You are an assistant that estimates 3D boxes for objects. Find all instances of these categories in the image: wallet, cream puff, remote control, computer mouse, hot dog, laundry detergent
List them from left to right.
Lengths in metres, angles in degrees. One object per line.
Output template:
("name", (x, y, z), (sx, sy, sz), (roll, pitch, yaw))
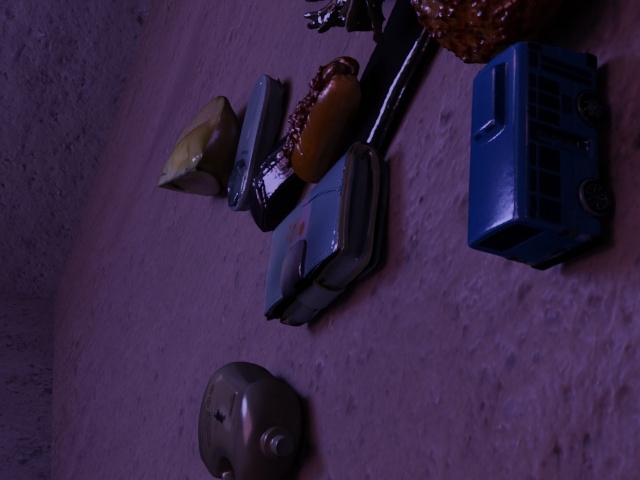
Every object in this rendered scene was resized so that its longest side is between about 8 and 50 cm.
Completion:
("laundry detergent", (-0.095, 0.266, 1.304), (0.253, 0.091, 0.181), (180, 102, -67))
("remote control", (-0.115, -0.170, 1.669), (0.104, 0.052, 0.248), (-170, 93, -69))
("computer mouse", (-0.070, -0.096, 1.505), (0.106, 0.062, 0.192), (-105, 35, -50))
("hot dog", (-0.005, -0.162, 1.322), (0.249, 0.076, 0.102), (118, 149, -59))
("wallet", (0.000, 0.000, 1.262), (0.250, 0.075, 0.176), (137, 145, -55))
("wallet", (0.104, -0.248, 1.223), (0.285, 0.030, 0.146), (-64, 26, 28))
("cream puff", (0.173, -0.288, 0.919), (0.240, 0.163, 0.240), (-32, 54, 58))

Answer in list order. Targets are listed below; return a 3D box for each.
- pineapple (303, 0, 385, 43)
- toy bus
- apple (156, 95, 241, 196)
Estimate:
("pineapple", (0.083, -0.376, 1.116), (0.340, 0.169, 0.169), (-51, 31, 23))
("toy bus", (0.185, -0.079, 0.824), (0.090, 0.106, 0.185), (141, 138, -60))
("apple", (-0.212, -0.181, 1.832), (0.265, 0.120, 0.193), (-13, 52, 63))
